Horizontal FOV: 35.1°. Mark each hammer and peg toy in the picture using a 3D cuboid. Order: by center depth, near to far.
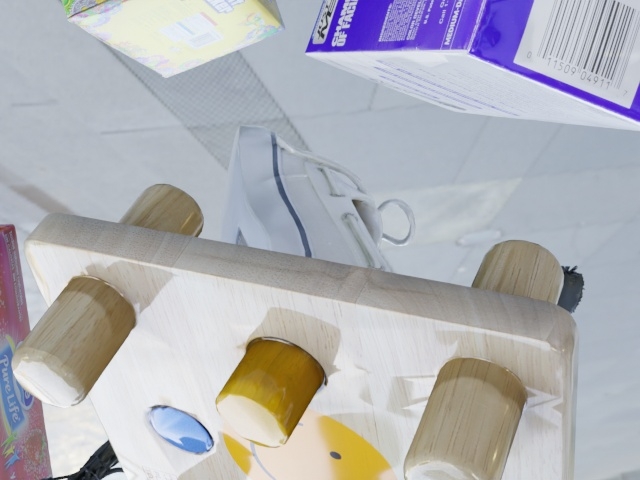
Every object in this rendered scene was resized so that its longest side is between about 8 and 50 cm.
[{"bbox_3d":[-0.002,0.143,0.540,0.266,0.127,0.361,11,136,21],"label":"hammer and peg toy"}]

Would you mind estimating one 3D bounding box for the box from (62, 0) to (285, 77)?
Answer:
[{"bbox_3d":[-0.196,-0.375,1.175,0.177,0.279,0.290,-20,173,10],"label":"box"}]

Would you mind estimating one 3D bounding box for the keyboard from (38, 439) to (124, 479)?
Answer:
[{"bbox_3d":[-0.129,0.230,0.825,0.033,0.201,0.317,-25,-169,37],"label":"keyboard"}]

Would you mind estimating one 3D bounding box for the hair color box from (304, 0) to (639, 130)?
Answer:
[{"bbox_3d":[0.136,-0.177,0.869,0.185,0.110,0.339,17,-178,-23],"label":"hair color box"}]

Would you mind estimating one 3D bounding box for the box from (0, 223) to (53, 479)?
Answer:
[{"bbox_3d":[-0.319,0.122,0.842,0.128,0.256,0.122,-1,-162,10],"label":"box"}]

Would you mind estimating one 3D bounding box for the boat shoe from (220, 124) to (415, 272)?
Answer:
[{"bbox_3d":[0.002,-0.008,0.889,0.157,0.135,0.367,7,-162,-14],"label":"boat shoe"}]

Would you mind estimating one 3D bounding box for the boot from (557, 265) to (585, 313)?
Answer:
[{"bbox_3d":[0.279,0.084,1.280,0.099,0.121,0.045,8,-173,-33],"label":"boot"}]
